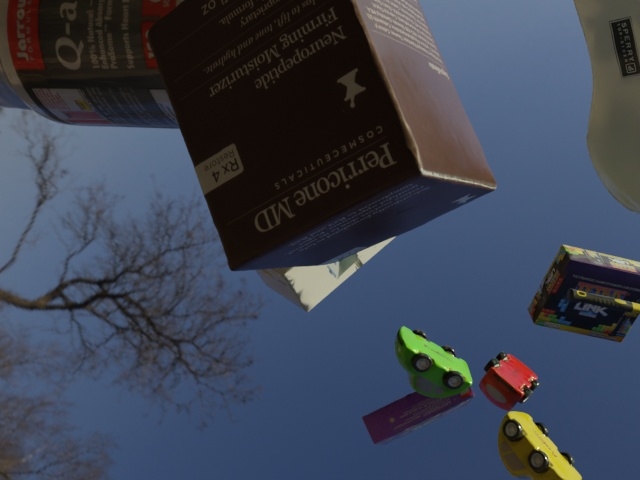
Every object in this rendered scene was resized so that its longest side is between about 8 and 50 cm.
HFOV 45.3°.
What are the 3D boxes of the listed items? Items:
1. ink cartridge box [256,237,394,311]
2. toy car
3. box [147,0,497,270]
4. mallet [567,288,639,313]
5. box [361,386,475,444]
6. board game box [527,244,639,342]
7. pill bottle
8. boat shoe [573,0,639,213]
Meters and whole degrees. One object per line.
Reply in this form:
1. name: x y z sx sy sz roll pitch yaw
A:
1. ink cartridge box: 0.000 0.000 1.140 0.190 0.082 0.139 -41 -149 -14
2. toy car: 0.170 0.173 0.875 0.053 0.225 0.239 -55 -168 19
3. box: 0.004 -0.102 0.599 0.168 0.167 0.203 -27 -103 26
4. mallet: 0.421 0.084 1.029 0.062 0.189 0.039 -76 -176 -46
5. box: 0.193 0.330 1.494 0.201 0.293 0.057 -26 -107 1
6. board game box: 0.459 0.092 1.294 0.048 0.170 0.141 -95 -160 -56
7. pill bottle: -0.235 -0.236 0.891 0.363 0.210 0.210 5 -131 25
8. boat shoe: 0.317 -0.174 0.754 0.108 0.301 0.102 0 -151 45
